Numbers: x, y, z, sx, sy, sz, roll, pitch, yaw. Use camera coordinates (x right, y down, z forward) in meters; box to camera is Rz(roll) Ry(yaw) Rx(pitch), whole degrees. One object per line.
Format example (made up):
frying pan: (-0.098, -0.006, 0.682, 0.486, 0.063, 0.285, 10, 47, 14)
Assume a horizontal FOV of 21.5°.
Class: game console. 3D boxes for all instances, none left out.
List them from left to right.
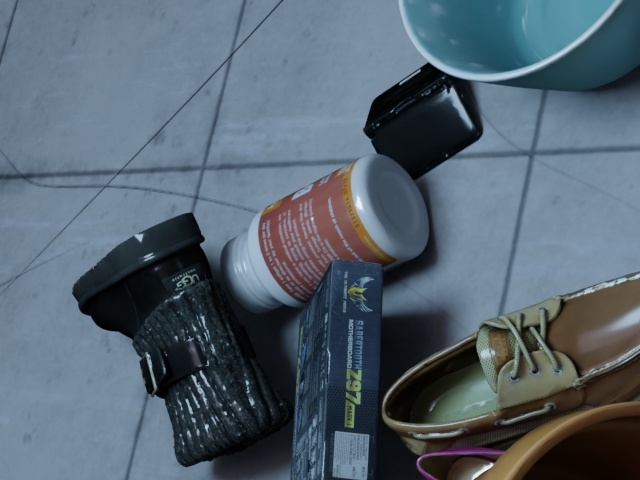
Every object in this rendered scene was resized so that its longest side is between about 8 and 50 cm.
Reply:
game console: (0.115, -0.136, 1.851, 0.122, 0.071, 0.107, -32, 22, 28)

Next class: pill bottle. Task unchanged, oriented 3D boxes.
pill bottle: (0.000, 0.000, 1.817, 0.216, 0.121, 0.121, -26, 55, 32)

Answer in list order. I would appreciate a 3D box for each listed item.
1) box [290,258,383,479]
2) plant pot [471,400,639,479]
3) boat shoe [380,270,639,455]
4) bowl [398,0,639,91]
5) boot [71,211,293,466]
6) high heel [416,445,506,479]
box: (0.015, 0.158, 1.709, 0.183, 0.059, 0.233, 120, 156, -65)
plant pot: (0.210, 0.271, 1.322, 0.203, 0.291, 0.291, 165, 122, -71)
boat shoe: (0.195, 0.123, 1.578, 0.324, 0.120, 0.122, -33, 52, 28)
bowl: (0.246, -0.275, 1.681, 0.311, 0.163, 0.311, -19, 60, 37)
boot: (-0.162, 0.128, 1.904, 0.260, 0.131, 0.348, 63, 164, 2)
high heel: (0.206, 0.223, 1.523, 0.244, 0.117, 0.082, 6, 76, 45)
